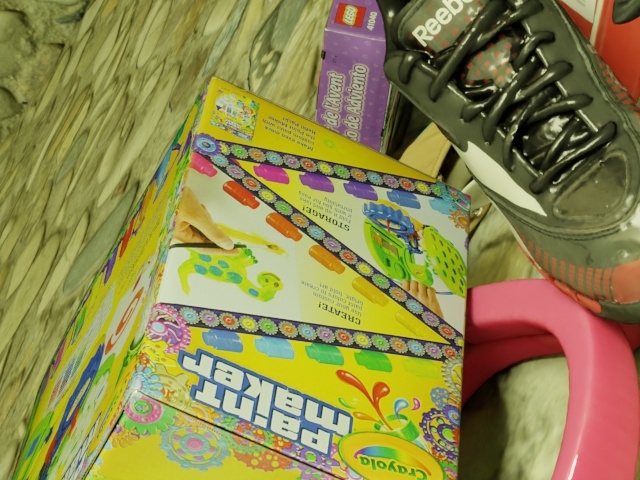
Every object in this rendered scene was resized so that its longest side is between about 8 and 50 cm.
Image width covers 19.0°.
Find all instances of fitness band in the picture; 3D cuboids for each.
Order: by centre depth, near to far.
[{"bbox_3d":[0.084,0.124,1.018,0.209,0.054,0.291,-67,16,-12],"label":"fitness band"}]

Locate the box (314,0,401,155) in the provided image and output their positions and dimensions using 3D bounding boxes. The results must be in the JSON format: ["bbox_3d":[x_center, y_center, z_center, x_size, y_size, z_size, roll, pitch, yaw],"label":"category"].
[{"bbox_3d":[0.050,-0.196,1.463,0.201,0.057,0.293,96,-173,-54],"label":"box"}]

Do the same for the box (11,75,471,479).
[{"bbox_3d":[-0.063,0.119,1.086,0.290,0.177,0.279,-57,14,36],"label":"box"}]

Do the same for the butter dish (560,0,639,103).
[{"bbox_3d":[0.182,-0.167,1.069,0.160,0.118,0.160,-122,30,-45],"label":"butter dish"}]

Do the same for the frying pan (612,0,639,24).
[{"bbox_3d":[0.258,-0.222,0.834,0.326,0.053,0.197,-64,22,5],"label":"frying pan"}]

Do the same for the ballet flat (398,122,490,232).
[{"bbox_3d":[0.127,-0.088,1.204,0.232,0.080,0.073,-57,36,37],"label":"ballet flat"}]

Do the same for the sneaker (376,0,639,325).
[{"bbox_3d":[0.102,-0.067,0.950,0.097,0.135,0.276,-41,45,11],"label":"sneaker"}]
